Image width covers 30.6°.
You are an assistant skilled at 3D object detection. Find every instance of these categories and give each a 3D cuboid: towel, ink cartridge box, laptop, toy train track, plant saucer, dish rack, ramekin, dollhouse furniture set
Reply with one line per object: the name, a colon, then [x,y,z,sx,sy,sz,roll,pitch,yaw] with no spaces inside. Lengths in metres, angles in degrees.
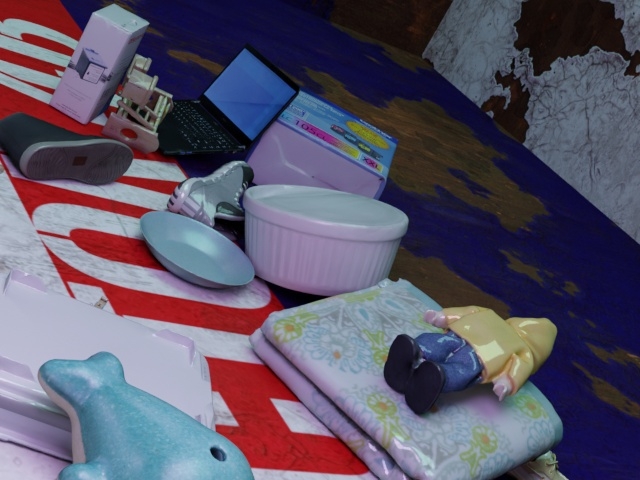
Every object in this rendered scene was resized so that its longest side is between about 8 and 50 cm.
towel: [0.122,0.205,1.657,0.320,0.090,0.374,-14,45,-45]
ink cartridge box: [0.008,-0.183,2.423,0.270,0.151,0.395,29,18,-3]
laptop: [-0.214,-0.273,2.226,0.264,0.137,0.234,-4,31,-32]
toy train track: [-0.293,0.088,1.526,0.048,0.014,0.083,29,19,-2]
ink cartridge box: [-0.397,-0.320,2.110,0.082,0.191,0.139,28,18,-3]
plant saucer: [-0.195,0.024,1.787,0.195,0.037,0.195,26,21,-11]
dish rack: [-0.263,0.147,1.343,0.333,0.072,0.285,24,20,-19]
ramekin: [0.000,0.000,1.892,0.273,0.127,0.273,9,14,-2]
dollhouse furniture set: [-0.298,-0.279,2.098,0.101,0.161,0.182,25,50,-14]

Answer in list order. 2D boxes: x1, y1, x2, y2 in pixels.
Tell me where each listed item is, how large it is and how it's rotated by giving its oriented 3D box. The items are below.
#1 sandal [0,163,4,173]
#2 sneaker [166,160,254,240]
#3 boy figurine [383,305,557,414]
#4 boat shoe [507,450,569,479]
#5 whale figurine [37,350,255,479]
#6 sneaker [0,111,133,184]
sandal: [-0.488,-0.042,1.508,0.240,0.088,0.079,-17,83,-65]
sneaker: [-0.153,-0.056,1.996,0.132,0.086,0.228,40,31,13]
boy figurine: [0.217,0.153,1.625,0.285,0.092,0.177,-9,41,-43]
boat shoe: [0.319,0.333,1.723,0.170,0.059,0.063,32,20,7]
whale figurine: [-0.167,0.209,1.159,0.216,0.141,0.272,-2,52,-56]
sneaker: [-0.405,-0.155,1.857,0.118,0.083,0.222,41,24,31]
